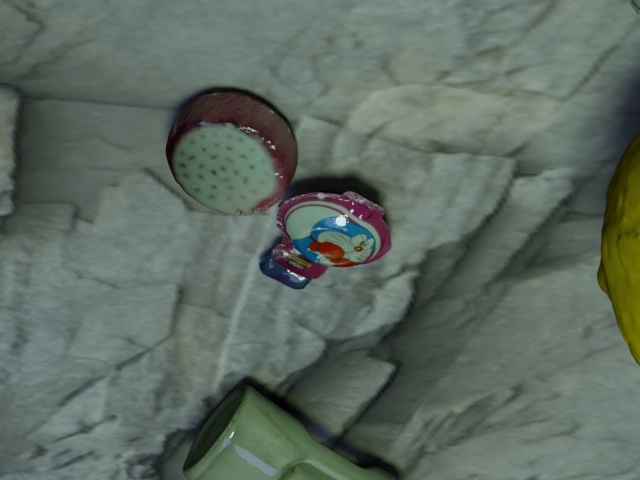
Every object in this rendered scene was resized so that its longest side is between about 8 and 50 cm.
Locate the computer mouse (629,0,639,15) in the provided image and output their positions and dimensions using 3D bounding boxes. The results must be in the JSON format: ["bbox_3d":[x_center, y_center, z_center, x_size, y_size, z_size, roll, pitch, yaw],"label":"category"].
[{"bbox_3d":[0.265,-0.167,0.801,0.181,0.089,0.056,-9,132,26],"label":"computer mouse"}]

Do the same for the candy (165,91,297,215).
[{"bbox_3d":[-0.069,-0.066,1.024,0.103,0.043,0.103,9,131,11],"label":"candy"}]

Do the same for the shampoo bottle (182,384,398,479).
[{"bbox_3d":[-0.003,0.233,1.227,0.234,0.087,0.118,33,132,-11],"label":"shampoo bottle"}]

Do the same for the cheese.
[{"bbox_3d":[0.000,0.000,1.060,0.095,0.038,0.145,29,142,-16],"label":"cheese"}]

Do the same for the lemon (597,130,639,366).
[{"bbox_3d":[0.319,0.001,0.815,0.310,0.253,0.253,-15,123,27],"label":"lemon"}]
